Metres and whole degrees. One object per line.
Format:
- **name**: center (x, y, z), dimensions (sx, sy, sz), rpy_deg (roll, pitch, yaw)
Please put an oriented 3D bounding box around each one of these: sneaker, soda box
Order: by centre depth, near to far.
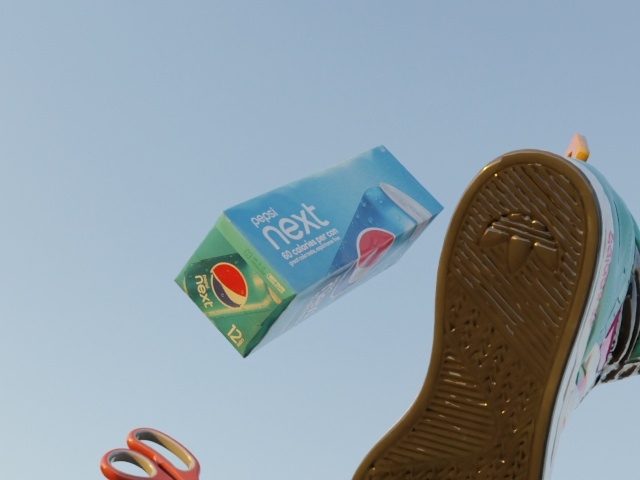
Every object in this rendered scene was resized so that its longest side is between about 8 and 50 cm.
- **sneaker**: center (0.116, 0.091, 0.636), dimensions (0.124, 0.295, 0.178), rpy_deg (26, 15, 29)
- **soda box**: center (0.000, 0.000, 0.728), dimensions (0.071, 0.210, 0.067), rpy_deg (46, -56, 11)

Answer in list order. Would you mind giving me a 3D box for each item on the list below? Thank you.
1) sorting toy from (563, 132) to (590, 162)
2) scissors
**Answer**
- **sorting toy**: center (0.188, 0.067, 0.993), dimensions (0.047, 0.196, 0.348), rpy_deg (22, -56, 2)
- **scissors**: center (-0.120, 0.294, 1.178), dimensions (0.297, 0.109, 0.021), rpy_deg (26, -67, 26)
